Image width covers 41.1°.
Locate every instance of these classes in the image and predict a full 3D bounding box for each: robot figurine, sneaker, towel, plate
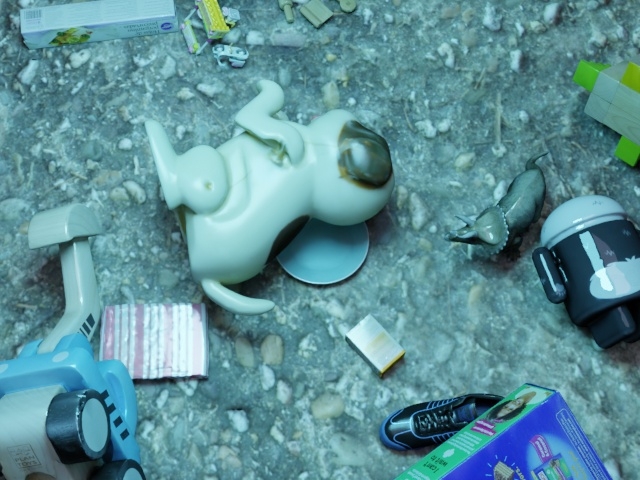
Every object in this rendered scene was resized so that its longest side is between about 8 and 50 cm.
[{"bbox_3d":[0.512,0.053,1.562,0.173,0.209,0.278,-29,66,26],"label":"robot figurine"},{"bbox_3d":[0.218,0.308,1.483,0.232,0.090,0.081,-11,68,-7],"label":"sneaker"},{"bbox_3d":[-0.302,0.185,1.558,0.197,0.029,0.144,-1,67,-5],"label":"towel"},{"bbox_3d":[0.000,0.000,1.646,0.188,0.024,0.188,1,66,-2],"label":"plate"}]

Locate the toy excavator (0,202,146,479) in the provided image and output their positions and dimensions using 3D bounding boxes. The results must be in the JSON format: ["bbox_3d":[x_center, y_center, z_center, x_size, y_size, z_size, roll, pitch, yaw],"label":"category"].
[{"bbox_3d":[-0.424,0.209,1.428,0.222,0.433,0.445,-13,26,11],"label":"toy excavator"}]

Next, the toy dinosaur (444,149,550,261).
[{"bbox_3d":[0.373,-0.059,1.608,0.313,0.160,0.121,-42,74,-16],"label":"toy dinosaur"}]

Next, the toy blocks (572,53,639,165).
[{"bbox_3d":[0.730,-0.262,1.701,0.261,0.191,0.381,-26,53,-34],"label":"toy blocks"}]

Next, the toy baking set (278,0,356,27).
[{"bbox_3d":[-0.011,-0.579,1.896,0.196,0.030,0.256,-15,68,-11],"label":"toy baking set"}]

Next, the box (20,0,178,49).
[{"bbox_3d":[-0.468,-0.467,1.812,0.324,0.063,0.067,-9,69,-5],"label":"box"}]

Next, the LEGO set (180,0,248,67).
[{"bbox_3d":[-0.231,-0.494,1.833,0.132,0.107,0.287,16,57,-33],"label":"LEGO set"}]

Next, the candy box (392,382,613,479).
[{"bbox_3d":[0.303,0.432,1.375,0.317,0.122,0.268,-32,94,-15],"label":"candy box"}]

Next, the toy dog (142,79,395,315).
[{"bbox_3d":[-0.067,-0.100,1.525,0.408,0.284,0.395,-19,63,-7],"label":"toy dog"}]

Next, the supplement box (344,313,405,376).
[{"bbox_3d":[0.099,0.192,1.559,0.062,0.036,0.098,-39,73,-16],"label":"supplement box"}]
